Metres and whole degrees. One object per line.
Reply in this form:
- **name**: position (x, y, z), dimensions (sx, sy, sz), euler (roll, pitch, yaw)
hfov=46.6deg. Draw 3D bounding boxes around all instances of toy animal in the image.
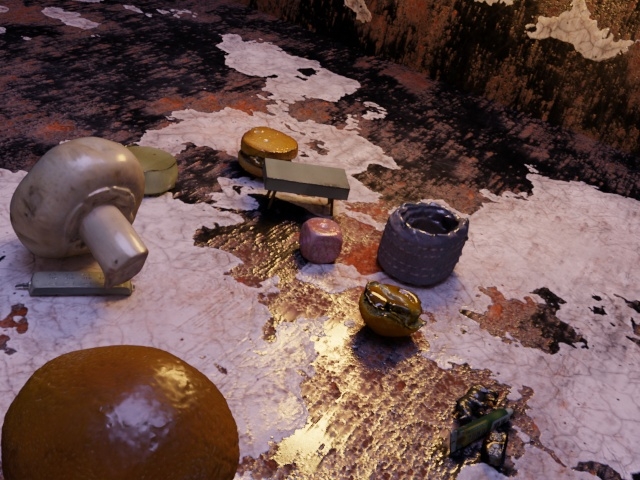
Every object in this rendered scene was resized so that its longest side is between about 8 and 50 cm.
- **toy animal**: position (0.321, 0.345, 1.563), dimensions (0.065, 0.047, 0.136), euler (26, 34, 28)

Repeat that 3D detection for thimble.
- **thimble**: position (0.275, 0.003, 1.974), dimensions (0.236, 0.172, 0.205), euler (-1, 37, -27)

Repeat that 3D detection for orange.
- **orange**: position (0.159, 0.165, 1.725), dimensions (0.170, 0.112, 0.160), euler (37, 19, -7)
- **orange**: position (-0.306, 0.311, 1.124), dimensions (0.357, 0.322, 0.322), euler (23, 31, 32)

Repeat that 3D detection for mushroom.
- **mushroom**: position (-0.501, -0.048, 1.659), dimensions (0.314, 0.314, 0.336), euler (-20, 61, -43)

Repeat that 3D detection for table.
- **table**: position (-0.049, -0.147, 2.140), dimensions (0.240, 0.111, 0.121), euler (7, 32, -11)

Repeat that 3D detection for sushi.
- **sushi**: position (0.344, 0.414, 1.480), dimensions (0.046, 0.044, 0.083), euler (2, 24, 23)

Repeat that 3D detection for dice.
- **dice**: position (0.000, 0.000, 1.943), dimensions (0.094, 0.091, 0.093), euler (0, 34, -19)

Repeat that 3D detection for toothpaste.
- **toothpaste**: position (0.328, 0.379, 1.517), dimensions (0.204, 0.049, 0.031), euler (-12, 20, -40)

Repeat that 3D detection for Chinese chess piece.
- **Chinese chess piece**: position (-0.493, -0.197, 2.078), dimensions (0.188, 0.083, 0.188), euler (8, 30, -5)

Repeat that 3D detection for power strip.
- **power strip**: position (-0.536, 0.095, 1.637), dimensions (0.253, 0.027, 0.060), euler (1, 33, -20)

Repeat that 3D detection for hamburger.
- **hamburger**: position (-0.157, -0.258, 2.271), dimensions (0.182, 0.118, 0.191), euler (-18, 40, -37)
